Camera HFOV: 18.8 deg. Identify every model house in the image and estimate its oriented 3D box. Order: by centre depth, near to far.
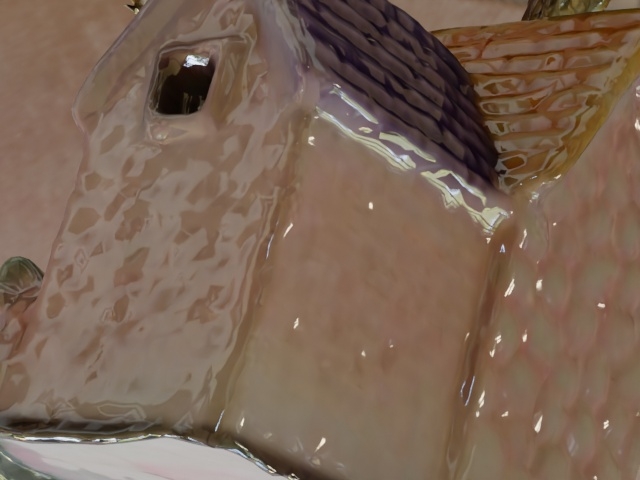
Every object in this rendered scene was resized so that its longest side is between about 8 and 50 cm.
[{"bbox_3d":[0.000,0.000,0.742,0.202,0.237,0.237,-2,66,47],"label":"model house"}]

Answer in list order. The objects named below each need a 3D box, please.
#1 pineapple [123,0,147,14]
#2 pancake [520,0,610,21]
[{"bbox_3d":[-0.105,-0.334,1.471,0.352,0.300,0.352,-1,94,-17],"label":"pineapple"},{"bbox_3d":[0.100,-0.123,0.937,0.057,0.266,0.244,25,125,-2],"label":"pancake"}]
